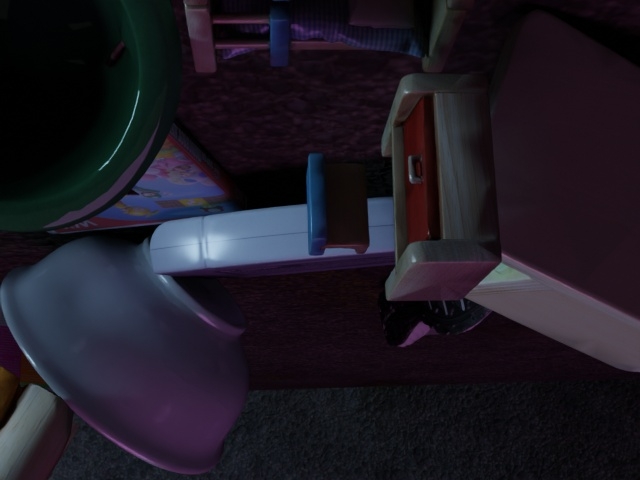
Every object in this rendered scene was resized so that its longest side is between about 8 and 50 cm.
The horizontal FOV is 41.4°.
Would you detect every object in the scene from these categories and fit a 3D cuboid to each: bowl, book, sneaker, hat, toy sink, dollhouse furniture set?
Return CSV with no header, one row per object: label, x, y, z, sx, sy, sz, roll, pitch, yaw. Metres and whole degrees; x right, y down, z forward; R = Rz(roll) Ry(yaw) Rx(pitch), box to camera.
bowl,-0.172,0.090,0.894,0.134,0.298,0.298,-45,154,6
book,-0.419,0.150,1.184,0.035,0.144,0.096,-12,161,32
sneaker,0.167,0.072,1.100,0.108,0.100,0.271,-11,172,-20
hat,-0.156,-0.113,0.486,0.173,0.183,0.208,31,114,-12
toy sink,0.174,-0.020,0.572,0.234,0.152,0.131,24,166,-19
dollhouse furniture set,0.005,-0.076,0.364,0.129,0.183,0.129,-1,164,-4

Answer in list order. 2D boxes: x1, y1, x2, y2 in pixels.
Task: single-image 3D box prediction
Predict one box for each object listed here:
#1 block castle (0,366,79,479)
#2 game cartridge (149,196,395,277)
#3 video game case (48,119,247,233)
block castle,-0.447,0.145,0.726,0.453,0.213,0.303,31,159,-7
game cartridge,0.000,0.000,0.814,0.294,0.060,0.196,-5,178,12
video game case,-0.197,-0.062,0.684,0.204,0.025,0.285,-5,164,11
